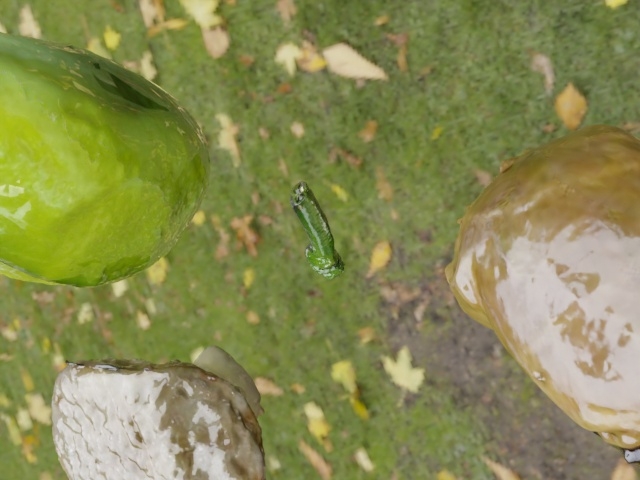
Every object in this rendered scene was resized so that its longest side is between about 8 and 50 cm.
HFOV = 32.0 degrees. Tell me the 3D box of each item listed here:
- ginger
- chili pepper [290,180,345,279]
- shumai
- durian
[{"bbox_3d":[0.223,0.026,0.879,0.223,0.200,0.269,44,-176,-9],"label":"ginger"},{"bbox_3d":[0.000,0.000,0.666,0.027,0.022,0.083,33,156,37],"label":"chili pepper"},{"bbox_3d":[-0.079,0.109,0.649,0.146,0.116,0.145,17,121,30],"label":"shumai"},{"bbox_3d":[-0.124,-0.046,0.521,0.101,0.250,0.139,-49,66,17],"label":"durian"}]
